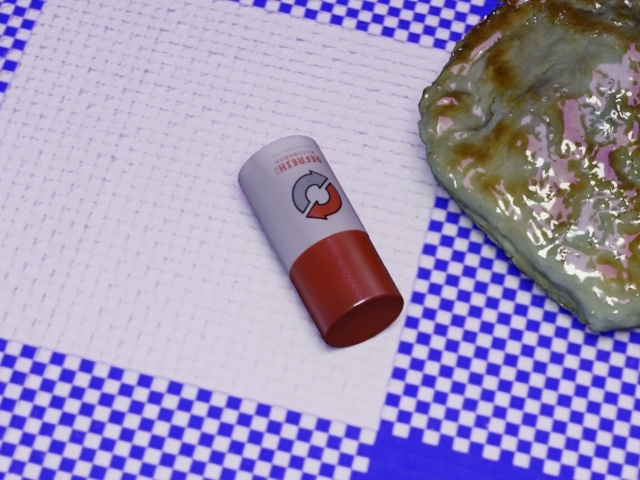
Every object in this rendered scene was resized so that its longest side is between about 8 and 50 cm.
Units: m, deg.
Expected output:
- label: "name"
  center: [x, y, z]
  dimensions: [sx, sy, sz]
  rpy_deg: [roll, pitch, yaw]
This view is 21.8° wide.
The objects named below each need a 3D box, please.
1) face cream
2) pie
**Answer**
- label: "face cream"
  center: [0.000, 0.000, 1.748]
  dimensions: [0.096, 0.096, 0.214]
  rpy_deg: [-21, 62, -16]
- label: "pie"
  center: [0.306, -0.124, 1.804]
  dimensions: [0.395, 0.180, 0.418]
  rpy_deg: [32, 69, 14]
